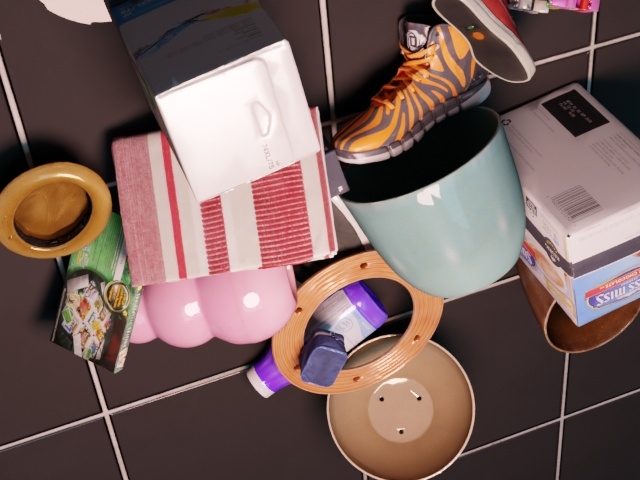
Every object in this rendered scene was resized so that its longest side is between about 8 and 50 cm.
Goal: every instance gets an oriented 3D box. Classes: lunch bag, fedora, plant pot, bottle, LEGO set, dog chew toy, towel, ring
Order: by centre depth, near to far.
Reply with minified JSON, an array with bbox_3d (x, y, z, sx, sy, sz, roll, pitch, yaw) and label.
[{"bbox_3d":[-0.148,-0.067,1.749,0.329,0.037,0.237,-8,88,8],"label":"towel"},{"bbox_3d":[-0.421,-0.060,1.778,0.194,0.079,0.194,-12,135,-13],"label":"fedora"},{"bbox_3d":[0.353,-0.411,1.817,0.093,0.227,0.087,7,97,-16],"label":"LEGO set"},{"bbox_3d":[0.208,-0.049,1.906,0.293,0.293,0.235,-30,113,-2],"label":"plant pot"},{"bbox_3d":[-0.211,0.089,1.922,0.331,0.207,0.207,-12,132,4],"label":"dog chew toy"},{"bbox_3d":[0.004,0.203,2.032,0.067,0.065,0.098,19,118,-18],"label":"lunch bag"},{"bbox_3d":[0.067,0.147,2.083,0.336,0.032,0.337,-14,130,-17],"label":"ring"},{"bbox_3d":[-0.012,0.188,2.162,0.283,0.092,0.118,-38,134,5],"label":"bottle"},{"bbox_3d":[0.473,0.061,2.204,0.215,0.230,0.215,-13,130,-16],"label":"plant pot"},{"bbox_3d":[0.161,0.336,2.275,0.284,0.284,0.191,-31,169,-1],"label":"plant pot"}]

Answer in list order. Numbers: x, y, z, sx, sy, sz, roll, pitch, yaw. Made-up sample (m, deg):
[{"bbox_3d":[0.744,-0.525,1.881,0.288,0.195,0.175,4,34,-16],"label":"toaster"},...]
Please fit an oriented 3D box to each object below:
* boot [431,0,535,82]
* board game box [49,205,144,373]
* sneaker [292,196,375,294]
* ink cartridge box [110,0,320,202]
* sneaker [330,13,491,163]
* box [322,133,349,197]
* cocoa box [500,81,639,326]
[{"bbox_3d":[0.286,-0.381,1.823,0.244,0.088,0.176,42,60,-37],"label":"boot"},{"bbox_3d":[-0.352,0.073,1.855,0.030,0.136,0.260,-20,131,-63],"label":"board game box"},{"bbox_3d":[0.000,0.000,2.011,0.147,0.104,0.296,-35,137,-4],"label":"sneaker"},{"bbox_3d":[-0.152,-0.232,1.643,0.197,0.270,0.198,-24,132,-7],"label":"ink cartridge box"},{"bbox_3d":[0.134,-0.263,1.861,0.321,0.124,0.180,-34,129,-23],"label":"sneaker"},{"bbox_3d":[-0.060,-0.120,1.852,0.156,0.158,0.093,-26,132,-6],"label":"box"},{"bbox_3d":[0.453,-0.069,2.013,0.231,0.347,0.228,-24,133,-8],"label":"cocoa box"}]
